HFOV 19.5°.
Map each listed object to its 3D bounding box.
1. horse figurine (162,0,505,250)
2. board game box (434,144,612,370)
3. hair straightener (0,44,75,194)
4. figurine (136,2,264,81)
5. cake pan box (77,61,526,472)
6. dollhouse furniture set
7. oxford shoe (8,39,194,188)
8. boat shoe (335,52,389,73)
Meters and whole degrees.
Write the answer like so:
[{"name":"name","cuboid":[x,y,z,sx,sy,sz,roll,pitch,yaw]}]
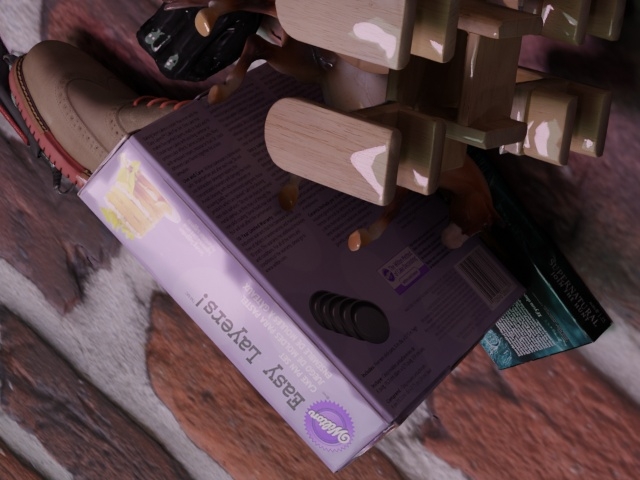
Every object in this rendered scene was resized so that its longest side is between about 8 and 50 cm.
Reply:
[{"name":"horse figurine","cuboid":[0.010,-0.095,1.229,0.263,0.174,0.066,53,133,7]},{"name":"board game box","cuboid":[0.117,0.006,1.359,0.186,0.026,0.126,53,151,-6]},{"name":"hair straightener","cuboid":[-0.290,-0.140,1.719,0.089,0.047,0.230,-6,119,56]},{"name":"figurine","cuboid":[-0.098,-0.250,1.312,0.215,0.092,0.209,49,143,3]},{"name":"cake pan box","cuboid":[0.000,0.000,1.242,0.246,0.267,0.070,48,121,2]},{"name":"dollhouse furniture set","cuboid":[0.055,-0.160,1.079,0.161,0.212,0.242,21,113,38]},{"name":"oxford shoe","cuboid":[-0.114,-0.079,1.523,0.348,0.123,0.130,39,123,21]},{"name":"boat shoe","cuboid":[-0.012,-0.236,1.164,0.103,0.092,0.285,-24,116,32]}]
